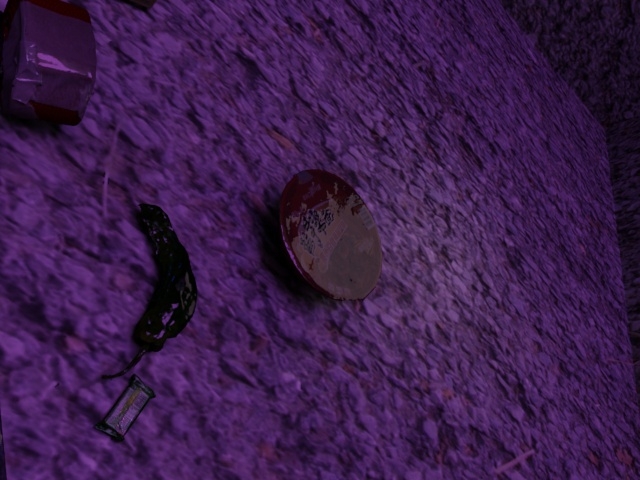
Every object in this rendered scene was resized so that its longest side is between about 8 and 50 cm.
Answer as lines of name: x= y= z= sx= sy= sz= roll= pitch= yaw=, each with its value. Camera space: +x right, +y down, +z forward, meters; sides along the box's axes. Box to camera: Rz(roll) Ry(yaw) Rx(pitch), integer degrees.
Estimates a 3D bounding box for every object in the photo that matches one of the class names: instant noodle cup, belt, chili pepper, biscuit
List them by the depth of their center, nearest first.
biscuit: x=-0.270 y=0.235 z=0.821 sx=0.046 sy=0.016 sz=0.089 roll=46 pitch=44 yaw=-16
belt: x=-0.408 y=-0.266 z=0.855 sx=0.124 sy=0.128 sz=0.201 roll=7 pitch=62 yaw=-41
chili pepper: x=-0.241 y=0.077 z=0.896 sx=0.122 sy=0.065 sz=0.279 roll=17 pitch=56 yaw=-28
instant noodle cup: x=0.000 y=0.000 z=1.149 sx=0.273 sy=0.090 sz=0.274 roll=21 pitch=57 yaw=-37

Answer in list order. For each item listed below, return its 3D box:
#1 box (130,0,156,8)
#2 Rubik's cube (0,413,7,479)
box: x=-0.421 y=-0.545 z=1.044 sx=0.270 sy=0.045 sz=0.211 roll=7 pitch=66 yaw=-42
Rubik's cube: x=-0.372 y=0.170 z=0.388 sx=0.260 sy=0.259 sz=0.255 roll=-2 pitch=73 yaw=-40
